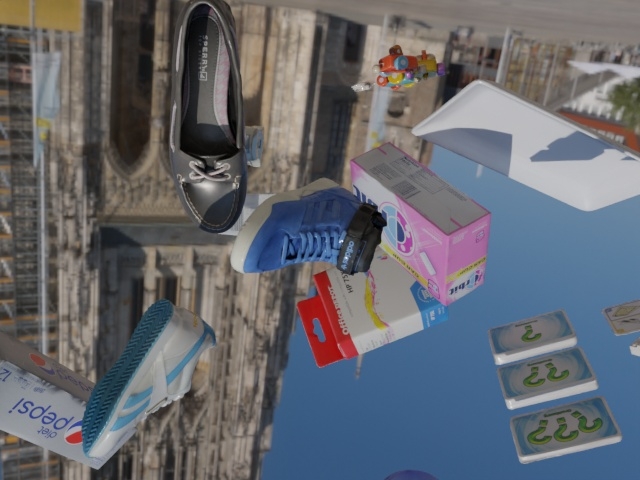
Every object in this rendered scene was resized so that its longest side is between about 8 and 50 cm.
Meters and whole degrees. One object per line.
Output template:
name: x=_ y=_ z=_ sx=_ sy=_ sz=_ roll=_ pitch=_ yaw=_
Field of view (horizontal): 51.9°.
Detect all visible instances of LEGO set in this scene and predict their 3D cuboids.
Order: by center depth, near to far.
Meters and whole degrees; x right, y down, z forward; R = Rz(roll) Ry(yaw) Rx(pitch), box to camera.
LEGO set: x=0.264 y=0.079 z=0.539 sx=0.244 sy=0.060 sz=0.182 roll=-17 pitch=-159 yaw=14

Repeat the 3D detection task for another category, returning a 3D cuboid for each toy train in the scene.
toy train: x=0.114 y=-0.264 z=0.992 sx=0.125 sy=0.046 sz=0.166 roll=-5 pitch=-177 yaw=-18

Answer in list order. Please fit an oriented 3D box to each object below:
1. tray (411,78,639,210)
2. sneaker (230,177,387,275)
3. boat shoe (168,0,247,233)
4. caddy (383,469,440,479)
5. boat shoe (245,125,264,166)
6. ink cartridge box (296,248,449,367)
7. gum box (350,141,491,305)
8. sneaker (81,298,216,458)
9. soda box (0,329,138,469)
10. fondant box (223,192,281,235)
tray: x=0.254 y=-0.109 z=0.754 sx=0.271 sy=0.030 sz=0.145 roll=21 pitch=160 yaw=-16
sneaker: x=0.000 y=-0.001 z=0.534 sx=0.085 sy=0.058 sz=0.152 roll=30 pitch=-149 yaw=19
boat shoe: x=-0.160 y=-0.167 z=0.915 sx=0.112 sy=0.335 sz=0.095 roll=-1 pitch=-168 yaw=-4
caddy: x=0.134 y=0.529 z=0.993 sx=0.241 sy=0.341 sz=0.179 roll=15 pitch=149 yaw=-36
boat shoe: x=-0.151 y=-0.182 z=1.229 sx=0.081 sy=0.079 sz=0.227 roll=7 pitch=-175 yaw=0
ink cartridge box: x=0.077 y=0.101 z=1.076 sx=0.231 sy=0.078 sz=0.134 roll=-22 pitch=-121 yaw=1
gum box: x=0.109 y=-0.026 z=0.772 sx=0.062 sy=0.107 sz=0.188 roll=-27 pitch=-134 yaw=-20
sneaker: x=-0.225 y=0.190 z=0.846 sx=0.092 sy=0.228 sz=0.087 roll=33 pitch=-175 yaw=-36
soda box: x=-0.405 y=0.236 z=0.967 sx=0.098 sy=0.091 sz=0.286 roll=37 pitch=170 yaw=40
fondant box: x=-0.029 y=-0.056 z=1.464 sx=0.330 sy=0.096 sz=0.238 roll=-2 pitch=-176 yaw=-37
